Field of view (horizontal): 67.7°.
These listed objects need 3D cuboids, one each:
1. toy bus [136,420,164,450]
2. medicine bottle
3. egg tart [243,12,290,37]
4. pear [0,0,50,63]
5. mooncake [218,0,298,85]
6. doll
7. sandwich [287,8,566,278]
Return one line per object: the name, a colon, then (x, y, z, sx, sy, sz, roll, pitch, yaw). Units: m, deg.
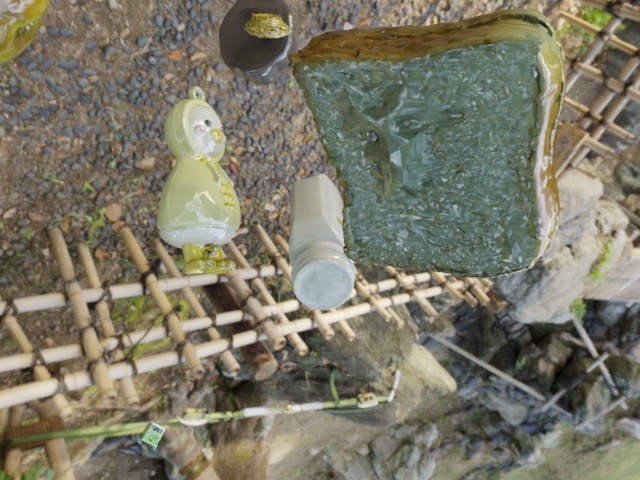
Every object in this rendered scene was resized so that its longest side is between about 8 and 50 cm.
toy bus: (-0.279, 0.320, 0.787, 0.037, 0.031, 0.083, -62, -169, -26)
medicine bottle: (0.000, 0.000, 0.978, 0.124, 0.324, 0.179, -15, 121, 5)
egg tart: (-0.141, -0.567, 1.255, 0.130, 0.130, 0.052, -17, 130, -28)
pear: (-0.462, -0.332, 0.624, 0.200, 0.200, 0.200, -24, 143, -20)
mooncake: (-0.177, -0.583, 1.394, 0.245, 0.245, 0.133, -42, 169, 5)
doll: (-0.184, -0.095, 0.735, 0.141, 0.117, 0.296, 4, 86, -59)
sandwich: (0.128, -0.091, 0.550, 0.099, 0.271, 0.301, -52, 137, -40)
